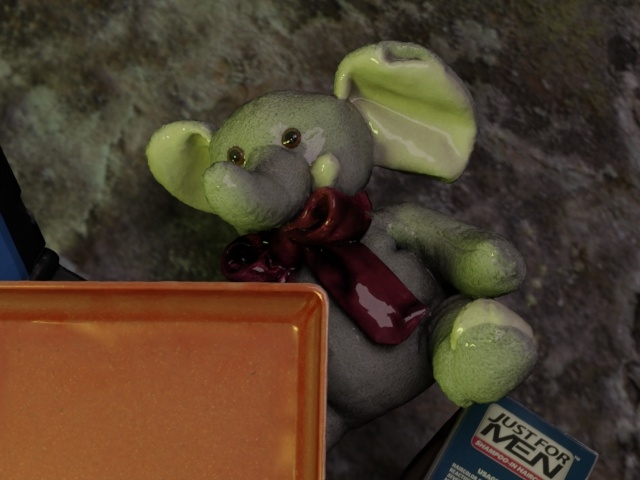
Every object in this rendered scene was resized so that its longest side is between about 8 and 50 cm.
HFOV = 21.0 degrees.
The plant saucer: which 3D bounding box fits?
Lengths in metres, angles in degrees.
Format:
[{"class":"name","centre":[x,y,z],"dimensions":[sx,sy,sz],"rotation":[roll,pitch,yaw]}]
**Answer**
[{"class":"plant saucer","centre":[-0.122,0.157,1.115],"dimensions":[0.258,0.048,0.259],"rotation":[0,82,7]}]

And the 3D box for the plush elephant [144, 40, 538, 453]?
[{"class":"plush elephant","centre":[0.000,0.000,1.253],"dimensions":[0.255,0.272,0.330],"rotation":[56,23,-11]}]

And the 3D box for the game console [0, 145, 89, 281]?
[{"class":"game console","centre":[-0.216,0.109,1.187],"dimensions":[0.250,0.173,0.293],"rotation":[30,57,-2]}]

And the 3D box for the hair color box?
[{"class":"hair color box","centre":[0.053,0.283,1.189],"dimensions":[0.105,0.174,0.347],"rotation":[33,56,1]}]
